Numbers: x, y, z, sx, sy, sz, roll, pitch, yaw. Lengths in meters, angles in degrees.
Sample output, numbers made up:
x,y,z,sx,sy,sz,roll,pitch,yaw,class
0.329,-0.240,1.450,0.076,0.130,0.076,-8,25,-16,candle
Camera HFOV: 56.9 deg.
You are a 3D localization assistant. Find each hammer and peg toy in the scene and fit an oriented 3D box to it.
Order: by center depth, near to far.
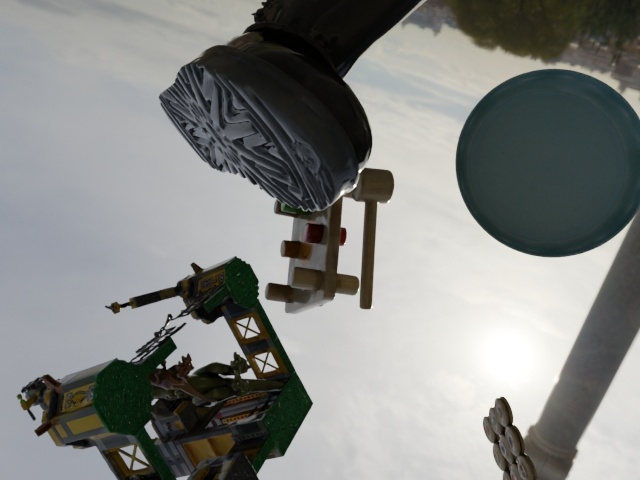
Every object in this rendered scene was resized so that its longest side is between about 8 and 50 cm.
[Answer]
x,y,z,sx,sy,sz,roll,pitch,yaw,class
0.000,0.000,1.090,0.127,0.266,0.361,10,165,-17,hammer and peg toy

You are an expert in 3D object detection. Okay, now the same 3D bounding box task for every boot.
x,y,z,sx,sy,sz,roll,pitch,yaw,class
0.066,-0.241,0.586,0.445,0.146,0.367,-41,-150,-12,boot

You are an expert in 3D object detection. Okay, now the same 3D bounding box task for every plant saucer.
x,y,z,sx,sy,sz,roll,pitch,yaw,class
0.388,-0.129,1.003,0.317,0.318,0.044,17,179,6,plant saucer

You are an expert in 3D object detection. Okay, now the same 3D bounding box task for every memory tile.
x,y,z,sx,sy,sz,roll,pitch,yaw,class
0.244,0.283,0.749,0.012,0.113,0.148,-11,-123,-6,memory tile

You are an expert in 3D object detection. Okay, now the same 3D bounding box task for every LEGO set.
x,y,z,sx,sy,sz,roll,pitch,yaw,class
-0.169,0.180,0.618,0.192,0.255,0.331,-21,-160,26,LEGO set
